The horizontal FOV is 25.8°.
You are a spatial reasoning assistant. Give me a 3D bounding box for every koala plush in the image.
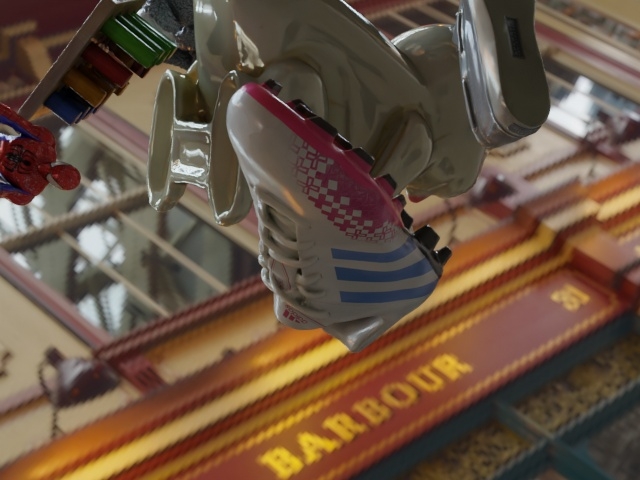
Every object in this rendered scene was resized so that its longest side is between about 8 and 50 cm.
[{"bbox_3d":[-0.173,-0.326,1.830,0.221,0.203,0.196,47,-113,-78],"label":"koala plush"}]

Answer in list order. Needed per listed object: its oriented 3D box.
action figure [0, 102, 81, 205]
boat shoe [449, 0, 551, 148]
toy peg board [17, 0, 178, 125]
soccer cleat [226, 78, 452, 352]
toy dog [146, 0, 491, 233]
[{"bbox_3d":[-0.366,-0.104,1.348,0.139,0.280,0.091,42,-113,-73],"label":"action figure"},{"bbox_3d":[0.154,-0.193,1.303,0.079,0.227,0.081,8,-24,-32],"label":"boat shoe"},{"bbox_3d":[-0.234,-0.185,1.538,0.160,0.079,0.161,-51,3,13],"label":"toy peg board"},{"bbox_3d":[0.000,0.000,1.110,0.143,0.116,0.331,-48,-35,-1],"label":"soccer cleat"},{"bbox_3d":[0.035,-0.166,1.648,0.408,0.284,0.395,5,-95,-28],"label":"toy dog"}]
